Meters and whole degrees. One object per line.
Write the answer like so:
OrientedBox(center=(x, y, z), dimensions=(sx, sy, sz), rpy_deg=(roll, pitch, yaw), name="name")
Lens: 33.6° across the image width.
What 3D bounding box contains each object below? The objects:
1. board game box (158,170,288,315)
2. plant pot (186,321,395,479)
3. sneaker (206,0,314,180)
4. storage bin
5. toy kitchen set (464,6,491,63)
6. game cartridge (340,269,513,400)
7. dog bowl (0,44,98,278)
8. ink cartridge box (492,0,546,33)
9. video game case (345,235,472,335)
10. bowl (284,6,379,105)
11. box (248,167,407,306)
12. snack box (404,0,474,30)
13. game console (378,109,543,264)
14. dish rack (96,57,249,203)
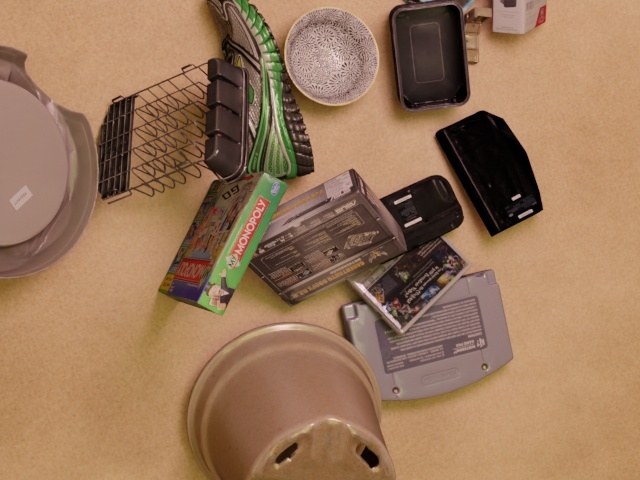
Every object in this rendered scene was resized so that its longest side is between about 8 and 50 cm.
OrientedBox(center=(-0.159, 0.002, 1.645), dimensions=(0.046, 0.317, 0.213), rpy_deg=(29, 81, -17), name="board game box")
OrientedBox(center=(-0.028, 0.327, 1.647), dimensions=(0.334, 0.305, 0.333), rpy_deg=(-2, 102, -12), name="plant pot")
OrientedBox(center=(-0.125, -0.257, 1.760), dimensions=(0.146, 0.134, 0.343), rpy_deg=(-18, 88, -3), name="sneaker")
OrientedBox(center=(0.189, -0.322, 1.842), dimensions=(0.122, 0.084, 0.180), rpy_deg=(-7, 105, 2), name="storage bin")
OrientedBox(center=(0.261, -0.368, 1.900), dimensions=(0.068, 0.075, 0.083), rpy_deg=(2, 84, -15), name="toy kitchen set")
OrientedBox(center=(0.192, 0.176, 1.881), dimensions=(0.294, 0.060, 0.196), rpy_deg=(-12, 89, -16), name="game cartridge")
OrientedBox(center=(-0.501, -0.114, 1.588), dimensions=(0.349, 0.102, 0.348), rpy_deg=(4, 84, -50), name="dog bowl")
OrientedBox(center=(0.356, -0.454, 1.886), dimensions=(0.109, 0.063, 0.150), rpy_deg=(-33, 127, -49), name="ink cartridge box")
OrientedBox(center=(0.142, 0.043, 1.849), dimensions=(0.173, 0.022, 0.190), rpy_deg=(45, 68, 6), name="video game case")
OrientedBox(center=(0.008, -0.309, 1.823), dimensions=(0.170, 0.080, 0.170), rpy_deg=(1, 88, -19), name="bowl")
OrientedBox(center=(0.000, 0.000, 1.728), dimensions=(0.231, 0.056, 0.183), rpy_deg=(-27, 138, 16), name="box")
OrientedBox(center=(0.165, -0.547, 1.885), dimensions=(0.322, 0.060, 0.187), rpy_deg=(43, 78, -11), name="snack box")
OrientedBox(center=(0.216, -0.083, 1.869), dimensions=(0.361, 0.044, 0.213), rpy_deg=(-25, 82, -19), name="game console")
OrientedBox(center=(-0.240, -0.165, 1.676), dimensions=(0.074, 0.272, 0.208), rpy_deg=(34, 47, -48), name="dish rack")
